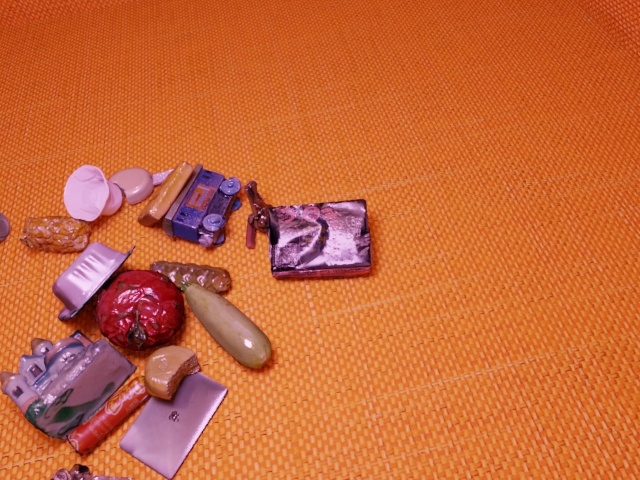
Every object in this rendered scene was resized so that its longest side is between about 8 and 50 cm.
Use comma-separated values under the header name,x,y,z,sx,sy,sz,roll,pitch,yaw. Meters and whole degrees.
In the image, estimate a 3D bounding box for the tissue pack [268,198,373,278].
name,x,y,z,sx,sy,sz,roll,pitch,yaw
tissue pack,0.000,0.000,1.545,0.332,0.123,0.245,-5,76,6

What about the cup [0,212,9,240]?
name,x,y,z,sx,sy,sz,roll,pitch,yaw
cup,-1.217,-0.040,1.729,0.141,0.120,0.120,-17,54,4

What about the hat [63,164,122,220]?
name,x,y,z,sx,sy,sz,roll,pitch,yaw
hat,-0.791,-0.159,1.710,0.203,0.126,0.203,-2,85,18

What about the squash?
name,x,y,z,sx,sy,sz,roll,pitch,yaw
squash,-0.285,0.241,1.420,0.371,0.118,0.118,36,65,25

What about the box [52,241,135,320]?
name,x,y,z,sx,sy,sz,roll,pitch,yaw
box,-0.710,0.107,1.451,0.106,0.337,0.264,43,61,-18

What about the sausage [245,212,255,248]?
name,x,y,z,sx,sy,sz,roll,pitch,yaw
sausage,-0.240,-0.035,1.664,0.030,0.035,0.147,13,50,-17

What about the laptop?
name,x,y,z,sx,sy,sz,roll,pitch,yaw
laptop,-0.401,0.485,1.325,0.188,0.015,0.269,22,60,19

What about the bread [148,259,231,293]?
name,x,y,z,sx,sy,sz,roll,pitch,yaw
bread,-0.416,0.118,1.544,0.269,0.098,0.087,6,95,11

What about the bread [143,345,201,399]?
name,x,y,z,sx,sy,sz,roll,pitch,yaw
bread,-0.426,0.359,1.346,0.125,0.086,0.156,27,45,17

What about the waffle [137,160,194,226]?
name,x,y,z,sx,sy,sz,roll,pitch,yaw
waffle,-0.541,-0.156,1.671,0.055,0.248,0.221,36,70,-22

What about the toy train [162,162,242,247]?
name,x,y,z,sx,sy,sz,roll,pitch,yaw
toy train,-0.397,-0.115,1.666,0.202,0.131,0.299,17,54,1

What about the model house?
name,x,y,z,sx,sy,sz,roll,pitch,yaw
model house,-0.753,0.348,1.360,0.325,0.194,0.267,27,62,27

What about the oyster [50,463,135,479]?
name,x,y,z,sx,sy,sz,roll,pitch,yaw
oyster,-0.542,0.644,1.146,0.337,0.133,0.198,20,29,24

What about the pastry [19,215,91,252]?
name,x,y,z,sx,sy,sz,roll,pitch,yaw
pastry,-0.934,-0.019,1.685,0.250,0.102,0.154,-1,52,3

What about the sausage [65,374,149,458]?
name,x,y,z,sx,sy,sz,roll,pitch,yaw
sausage,-0.563,0.466,1.324,0.083,0.083,0.264,35,64,26

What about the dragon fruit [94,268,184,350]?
name,x,y,z,sx,sy,sz,roll,pitch,yaw
dragon fruit,-0.533,0.194,1.409,0.299,0.244,0.244,24,60,35

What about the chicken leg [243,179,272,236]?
name,x,y,z,sx,sy,sz,roll,pitch,yaw
chicken leg,-0.203,-0.101,1.634,0.125,0.196,0.080,-56,26,-19

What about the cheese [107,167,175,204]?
name,x,y,z,sx,sy,sz,roll,pitch,yaw
cheese,-0.676,-0.233,1.828,0.249,0.070,0.163,-34,59,-17
